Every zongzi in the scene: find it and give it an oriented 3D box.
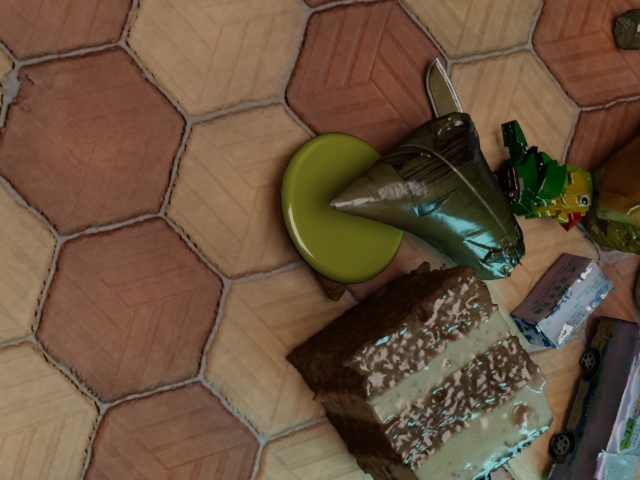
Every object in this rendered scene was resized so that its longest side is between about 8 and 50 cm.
[{"bbox_3d":[0.164,-0.017,1.703,0.300,0.145,0.273,-38,106,-35],"label":"zongzi"}]

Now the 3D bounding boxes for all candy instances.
[{"bbox_3d":[0.402,0.100,1.866,0.160,0.092,0.073,-47,110,-12],"label":"candy"}]

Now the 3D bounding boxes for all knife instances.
[{"bbox_3d":[0.217,-0.172,1.808,0.046,0.022,0.256,-17,103,11],"label":"knife"}]

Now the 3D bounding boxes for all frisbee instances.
[{"bbox_3d":[0.040,-0.051,1.714,0.236,0.017,0.235,7,78,-34],"label":"frisbee"}]

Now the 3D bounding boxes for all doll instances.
[{"bbox_3d":[0.359,-0.095,1.829,0.186,0.106,0.134,24,73,-22],"label":"doll"}]

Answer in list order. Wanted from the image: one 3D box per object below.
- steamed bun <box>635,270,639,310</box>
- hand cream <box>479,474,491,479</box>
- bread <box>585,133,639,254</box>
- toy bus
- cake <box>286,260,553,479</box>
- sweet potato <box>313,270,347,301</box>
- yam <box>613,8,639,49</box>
[{"bbox_3d":[0.703,0.112,1.928,0.268,0.207,0.280,-18,98,-20],"label":"steamed bun"},{"bbox_3d":[0.254,0.323,1.849,0.062,0.039,0.163,-9,94,-5],"label":"hand cream"},{"bbox_3d":[0.588,-0.126,1.877,0.344,0.195,0.148,-39,112,-18],"label":"bread"},{"bbox_3d":[0.486,0.291,1.886,0.112,0.138,0.316,19,84,-21],"label":"toy bus"},{"bbox_3d":[0.148,0.215,1.679,0.282,0.256,0.290,-32,98,-17],"label":"cake"},{"bbox_3d":[0.000,0.000,1.720,0.056,0.056,0.194,-14,92,-21],"label":"sweet potato"},{"bbox_3d":[0.678,-0.397,1.959,0.372,0.083,0.083,-18,100,-19],"label":"yam"}]
